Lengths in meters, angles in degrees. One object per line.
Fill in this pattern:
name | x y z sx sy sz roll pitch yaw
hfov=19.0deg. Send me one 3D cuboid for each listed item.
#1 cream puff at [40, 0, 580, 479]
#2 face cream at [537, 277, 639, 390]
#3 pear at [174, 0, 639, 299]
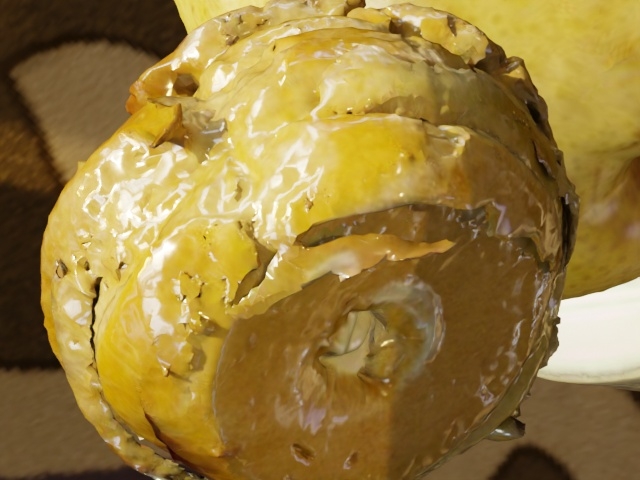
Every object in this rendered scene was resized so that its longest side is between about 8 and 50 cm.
cream puff | 0.000 0.000 0.436 0.133 0.119 0.104 -6 38 -40
face cream | 0.262 0.054 1.055 0.348 0.173 0.081 11 76 -42
pear | 0.082 -0.141 0.770 0.314 0.314 0.314 6 75 -23
